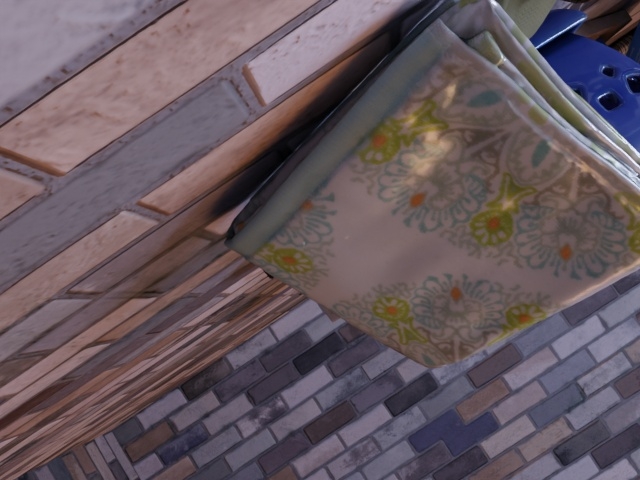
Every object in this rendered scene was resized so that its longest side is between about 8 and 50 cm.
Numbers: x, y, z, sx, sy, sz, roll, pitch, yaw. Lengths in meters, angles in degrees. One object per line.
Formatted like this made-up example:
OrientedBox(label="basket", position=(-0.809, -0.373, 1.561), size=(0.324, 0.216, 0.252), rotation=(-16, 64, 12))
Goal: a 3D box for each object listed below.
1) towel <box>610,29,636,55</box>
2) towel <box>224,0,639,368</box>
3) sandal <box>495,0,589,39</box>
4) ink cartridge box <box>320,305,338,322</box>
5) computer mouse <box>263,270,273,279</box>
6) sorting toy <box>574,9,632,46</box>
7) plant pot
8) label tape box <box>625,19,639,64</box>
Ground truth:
OrientedBox(label="towel", position=(0.766, -0.462, 1.475), size=(0.312, 0.056, 0.324), rotation=(-34, 173, 6))
OrientedBox(label="towel", position=(0.123, -0.016, 0.620), size=(0.374, 0.320, 0.090), rotation=(-40, -157, 39))
OrientedBox(label="sandal", position=(0.231, -0.243, 0.454), size=(0.120, 0.086, 0.303), rotation=(-29, 171, -34))
OrientedBox(label="ink cartridge box", position=(0.081, 0.070, 1.516), size=(0.171, 0.168, 0.233), rotation=(-31, 172, -28))
OrientedBox(label="computer mouse", position=(-0.084, 0.036, 1.143), size=(0.071, 0.041, 0.242), rotation=(-50, 180, -8))
OrientedBox(label="sorting toy", position=(0.404, -0.263, 1.065), size=(0.255, 0.089, 0.257), rotation=(-28, 171, -39))
OrientedBox(label="plant pot", position=(0.264, -0.139, 0.786), size=(0.236, 0.212, 0.236), rotation=(-32, 172, -9))
OrientedBox(label="label tape box", position=(0.614, -0.231, 0.919), size=(0.105, 0.334, 0.241), rotation=(-17, 143, -8))
